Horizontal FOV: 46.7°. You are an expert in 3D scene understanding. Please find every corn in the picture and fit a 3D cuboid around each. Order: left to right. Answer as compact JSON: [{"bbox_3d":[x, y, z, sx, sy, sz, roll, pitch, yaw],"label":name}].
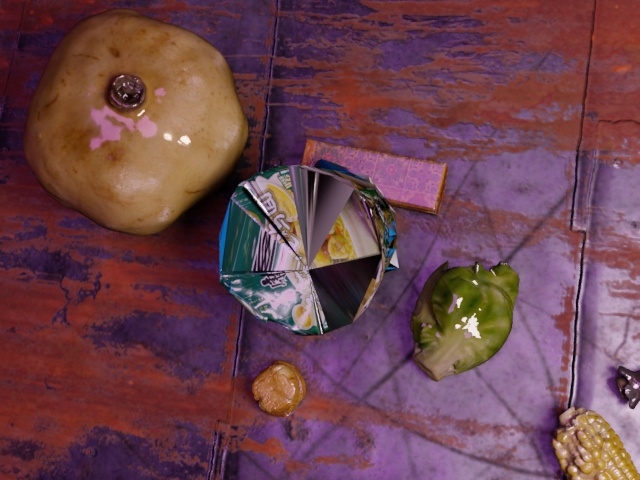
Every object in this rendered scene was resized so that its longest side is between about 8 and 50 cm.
[{"bbox_3d":[0.388,0.346,0.944,0.086,0.086,0.288,-31,76,7],"label":"corn"}]

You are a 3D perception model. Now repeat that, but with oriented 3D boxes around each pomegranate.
[{"bbox_3d":[-0.275,-0.173,1.097,0.332,0.332,0.332,-3,79,14],"label":"pomegranate"}]

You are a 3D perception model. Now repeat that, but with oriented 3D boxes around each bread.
[{"bbox_3d":[-0.063,0.221,1.104,0.081,0.046,0.083,13,85,22],"label":"bread"}]

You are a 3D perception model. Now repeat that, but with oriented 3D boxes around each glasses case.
[{"bbox_3d":[0.078,-0.096,1.123,0.218,0.049,0.075,12,84,16],"label":"glasses case"}]

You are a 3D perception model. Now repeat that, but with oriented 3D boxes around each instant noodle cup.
[{"bbox_3d":[0.000,0.000,1.034,0.240,0.178,0.240,3,101,18],"label":"instant noodle cup"}]

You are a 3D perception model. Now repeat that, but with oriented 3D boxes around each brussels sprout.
[{"bbox_3d":[0.200,0.111,1.035,0.139,0.100,0.181,33,78,-2],"label":"brussels sprout"}]

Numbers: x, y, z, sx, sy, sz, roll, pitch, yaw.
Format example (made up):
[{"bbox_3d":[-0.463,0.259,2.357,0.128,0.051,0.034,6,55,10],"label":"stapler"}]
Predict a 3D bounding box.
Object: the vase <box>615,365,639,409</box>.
[{"bbox_3d":[0.474,0.171,0.946,0.183,0.120,0.120,-17,76,25],"label":"vase"}]
